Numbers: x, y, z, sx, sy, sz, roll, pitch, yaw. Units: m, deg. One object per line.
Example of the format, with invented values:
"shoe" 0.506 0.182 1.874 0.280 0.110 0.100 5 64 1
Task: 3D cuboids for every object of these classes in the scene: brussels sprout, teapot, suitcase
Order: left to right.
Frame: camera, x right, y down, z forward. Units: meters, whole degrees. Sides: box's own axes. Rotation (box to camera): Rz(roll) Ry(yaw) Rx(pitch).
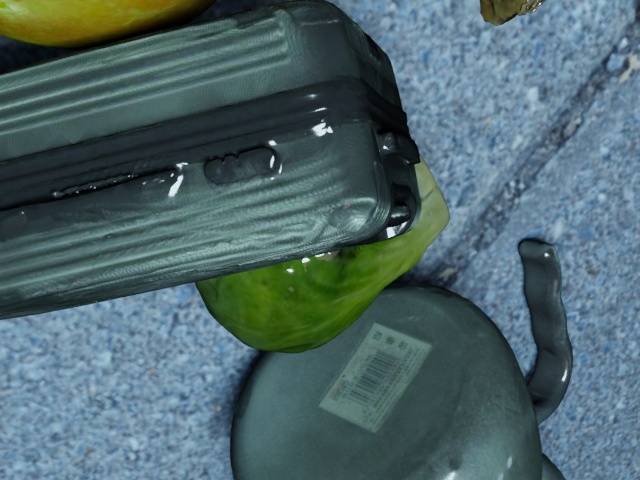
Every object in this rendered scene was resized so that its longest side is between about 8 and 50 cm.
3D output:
"suitcase" -0.103 -0.035 0.645 0.312 0.202 0.128 -12 88 13
"brussels sprout" -0.006 -0.003 0.801 0.183 0.131 0.145 -48 130 12
"teapot" 0.091 0.161 0.930 0.224 0.305 0.285 -11 138 26

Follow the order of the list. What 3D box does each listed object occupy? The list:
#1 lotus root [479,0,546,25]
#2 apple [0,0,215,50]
"lotus root" 0.063 -0.274 0.682 0.146 0.130 0.303 -23 126 18
"apple" -0.123 -0.212 0.591 0.237 0.237 0.207 -52 149 10
